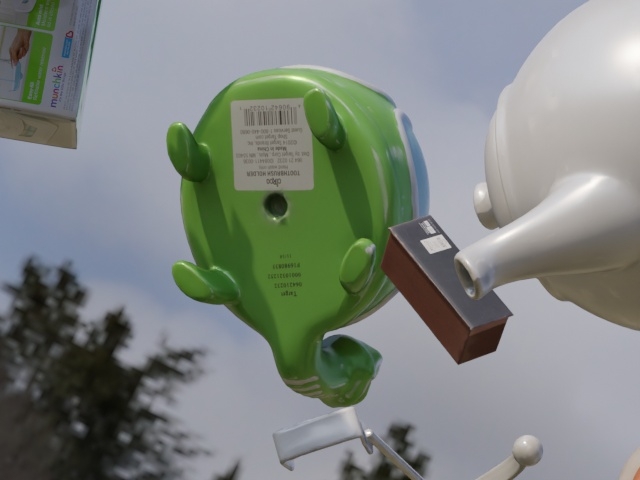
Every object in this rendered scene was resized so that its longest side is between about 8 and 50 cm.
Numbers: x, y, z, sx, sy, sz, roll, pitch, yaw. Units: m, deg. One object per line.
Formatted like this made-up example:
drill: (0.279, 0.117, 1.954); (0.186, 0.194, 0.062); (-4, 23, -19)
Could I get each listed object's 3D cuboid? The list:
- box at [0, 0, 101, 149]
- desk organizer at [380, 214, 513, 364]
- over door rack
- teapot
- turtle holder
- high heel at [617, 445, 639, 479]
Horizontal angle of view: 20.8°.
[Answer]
box: (-0.354, -0.253, 1.879); (0.231, 0.262, 0.127); (8, -14, -5)
desk organizer: (0.108, 0.043, 1.531); (0.130, 0.047, 0.050); (52, -35, 32)
over door rack: (0.118, 0.243, 1.130); (0.108, 0.240, 0.324); (-29, -29, 19)
teapot: (0.194, -0.046, 1.170); (0.187, 0.253, 0.256); (-15, -31, 24)
turtle holder: (0.011, -0.014, 1.705); (0.243, 0.227, 0.320); (-34, -99, 27)
high heel: (0.412, 0.240, 1.776); (0.127, 0.377, 0.181); (15, -37, 37)
